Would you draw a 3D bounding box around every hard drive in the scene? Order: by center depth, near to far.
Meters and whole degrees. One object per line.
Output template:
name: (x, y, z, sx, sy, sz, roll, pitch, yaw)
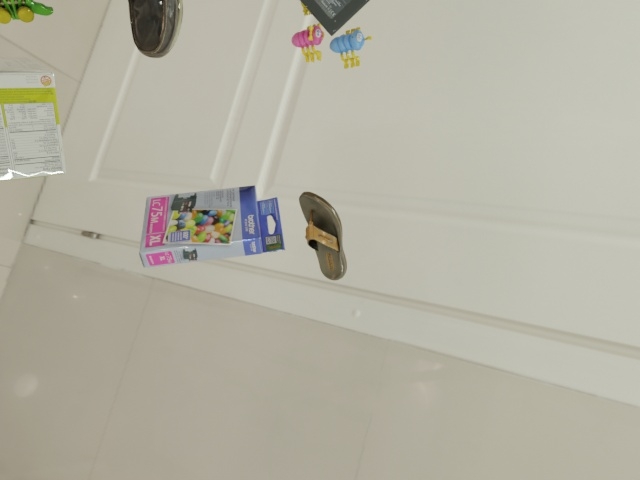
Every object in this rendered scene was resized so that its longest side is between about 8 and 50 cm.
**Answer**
hard drive: (0.037, -0.396, 0.760, 0.094, 0.135, 0.022, 40, 26, -29)

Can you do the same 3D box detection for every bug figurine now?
bug figurine: (0.019, -0.524, 1.114, 0.072, 0.216, 0.279, -1, 89, -52)

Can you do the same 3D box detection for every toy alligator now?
toy alligator: (-0.614, -0.448, 0.941, 0.190, 0.056, 0.051, -13, 147, -21)

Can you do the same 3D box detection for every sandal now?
sandal: (0.000, 0.000, 1.066, 0.060, 0.090, 0.219, -41, 130, -42)

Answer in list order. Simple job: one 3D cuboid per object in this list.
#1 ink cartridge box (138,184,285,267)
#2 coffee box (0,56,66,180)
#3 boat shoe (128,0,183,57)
ink cartridge box: (-0.245, -0.040, 1.142, 0.065, 0.311, 0.185, 92, -10, -46)
coffee box: (-1.053, -0.393, 1.592, 0.338, 0.338, 0.334, -14, 122, -35)
boat shoe: (-0.394, -0.599, 1.112, 0.130, 0.132, 0.355, -30, 123, -75)
